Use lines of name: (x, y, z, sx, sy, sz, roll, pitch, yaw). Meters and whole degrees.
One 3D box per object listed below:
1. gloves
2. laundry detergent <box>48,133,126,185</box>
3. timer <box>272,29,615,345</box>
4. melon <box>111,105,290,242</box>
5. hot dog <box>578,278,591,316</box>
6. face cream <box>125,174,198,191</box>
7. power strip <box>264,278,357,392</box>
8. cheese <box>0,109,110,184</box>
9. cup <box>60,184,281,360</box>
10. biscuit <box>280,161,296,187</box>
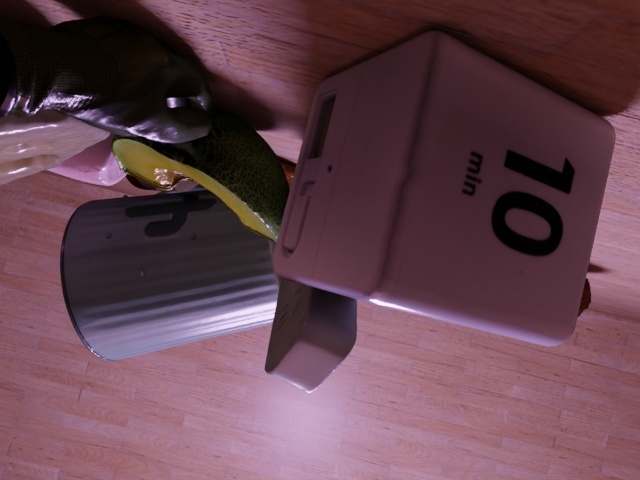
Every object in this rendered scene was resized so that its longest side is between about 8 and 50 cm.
gloves: (-0.186, -0.144, 0.523, 0.135, 0.107, 0.268, 45, -164, 13)
laundry detergent: (-0.441, -0.177, 0.835, 0.334, 0.088, 0.159, 17, -143, 0)
timer: (0.096, -0.033, 0.490, 0.194, 0.193, 0.194, 16, 175, -25)
melon: (-0.141, -0.116, 0.733, 0.264, 0.129, 0.169, 26, 165, 10)
hot dog: (0.454, 0.111, 1.374, 0.387, 0.175, 0.267, 16, 173, -12)
face cream: (-0.295, -0.139, 1.054, 0.095, 0.096, 0.214, 17, 176, -32)
power strip: (0.000, 0.000, 0.678, 0.062, 0.091, 0.385, 28, -146, -16)
cheese: (-0.401, -0.124, 0.620, 0.326, 0.115, 0.318, -14, -174, 40)
cup: (-0.260, 0.012, 1.116, 0.391, 0.401, 0.310, -9, 156, 6)
biscuit: (-0.112, -0.131, 1.034, 0.187, 0.027, 0.188, 12, 176, 1)
